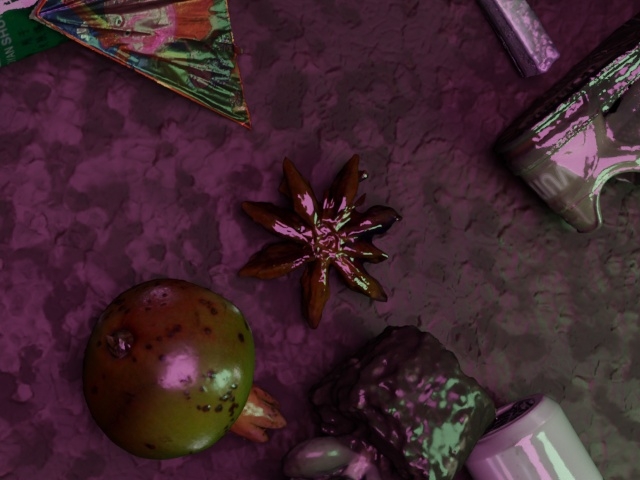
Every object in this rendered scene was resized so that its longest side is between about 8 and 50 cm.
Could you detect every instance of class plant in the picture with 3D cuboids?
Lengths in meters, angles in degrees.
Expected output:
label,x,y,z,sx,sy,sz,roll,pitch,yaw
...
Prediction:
label,x,y,z,sx,sy,sz,roll,pitch,yaw
plant,0.027,0.209,1.468,0.146,0.149,0.274,38,77,-2

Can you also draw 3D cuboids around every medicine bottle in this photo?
label,x,y,z,sx,sy,sz,roll,pitch,yaw
medicine bottle,-0.275,-0.204,1.439,0.260,0.095,0.095,-22,93,-12

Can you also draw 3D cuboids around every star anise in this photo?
label,x,y,z,sx,sy,sz,roll,pitch,yaw
star anise,0.001,0.000,1.513,0.168,0.057,0.168,1,86,-13

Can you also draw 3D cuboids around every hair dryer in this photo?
label,x,y,z,sx,sy,sz,roll,pitch,yaw
hair dryer,0.105,0.302,1.514,0.357,0.107,0.173,-31,92,-6

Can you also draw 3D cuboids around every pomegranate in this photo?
label,x,y,z,sx,sy,sz,roll,pitch,yaw
pomegranate,-0.116,0.121,1.446,0.205,0.159,0.159,33,80,-36

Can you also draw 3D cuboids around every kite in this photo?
label,x,y,z,sx,sy,sz,roll,pitch,yaw
kite,-0.141,-0.221,1.427,0.234,0.016,0.321,-21,122,-20

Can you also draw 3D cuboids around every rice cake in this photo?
label,x,y,z,sx,sy,sz,roll,pitch,yaw
rice cake,0.157,-0.250,1.566,0.034,0.043,0.211,-36,96,-17

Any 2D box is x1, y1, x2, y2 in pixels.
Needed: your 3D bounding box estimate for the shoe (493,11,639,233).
label,x,y,z,sx,sy,sz,roll,pitch,yaw
shoe,0.314,-0.122,1.570,0.293,0.109,0.149,-37,100,-9
